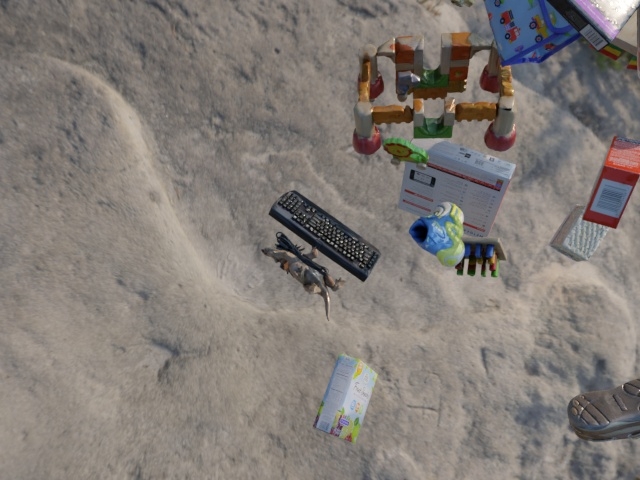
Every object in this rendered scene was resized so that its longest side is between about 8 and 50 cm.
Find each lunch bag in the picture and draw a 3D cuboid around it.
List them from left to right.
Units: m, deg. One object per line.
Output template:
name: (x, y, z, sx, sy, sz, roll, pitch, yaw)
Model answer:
lunch bag: (0.490, -0.525, 1.047, 0.138, 0.293, 0.221, -15, 89, -25)

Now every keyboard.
keyboard: (0.000, 0.000, 1.360, 0.317, 0.033, 0.201, 35, 51, 2)

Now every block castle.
block castle: (0.318, -0.401, 1.468, 0.453, 0.213, 0.303, 0, 63, 10)

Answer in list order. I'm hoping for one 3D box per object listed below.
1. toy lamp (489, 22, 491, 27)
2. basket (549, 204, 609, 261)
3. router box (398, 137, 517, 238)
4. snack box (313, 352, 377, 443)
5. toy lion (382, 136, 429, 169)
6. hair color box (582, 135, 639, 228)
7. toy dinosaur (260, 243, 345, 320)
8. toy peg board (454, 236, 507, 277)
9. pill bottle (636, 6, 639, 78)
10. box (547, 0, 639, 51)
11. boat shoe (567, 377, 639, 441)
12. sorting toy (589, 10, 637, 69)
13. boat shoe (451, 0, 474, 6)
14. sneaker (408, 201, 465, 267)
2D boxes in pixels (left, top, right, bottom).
toy lamp: (0.587, -0.618, 1.360, 0.080, 0.274, 0.080, -1, 91, -47)
basket: (0.849, -0.025, 1.668, 0.113, 0.103, 0.167, 32, 92, 7)
router box: (0.442, -0.177, 1.723, 0.335, 0.301, 0.082, 24, 54, 17)
snack box: (0.075, 0.439, 1.420, 0.070, 0.174, 0.207, 10, 68, 29)
toy lion: (0.192, -0.201, 1.158, 0.100, 0.096, 0.034, 13, 74, 18)
hair color box: (0.463, -0.096, 0.806, 0.053, 0.093, 0.167, 22, 34, 25)
toy dinosaur: (-0.040, 0.106, 1.599, 0.127, 0.200, 0.296, -35, 92, -22)
toy peg board: (0.474, 0.055, 1.571, 0.161, 0.160, 0.079, 1, 69, 28)
pill bottle: (0.713, -0.481, 0.991, 0.176, 0.176, 0.319, -29, 120, -14)
box: (0.414, -0.368, 0.755, 0.116, 0.029, 0.162, 44, 71, -2)
boat shoe: (0.784, 0.427, 1.276, 0.324, 0.123, 0.116, -11, 126, 12)
sorting toy: (0.927, -0.579, 1.447, 0.257, 0.089, 0.255, -40, 66, -18)
boat shoe: (0.375, -0.703, 1.480, 0.153, 0.056, 0.048, 10, 123, -27)
sneaker: (0.281, -0.041, 1.252, 0.126, 0.240, 0.091, 28, 121, -13)
